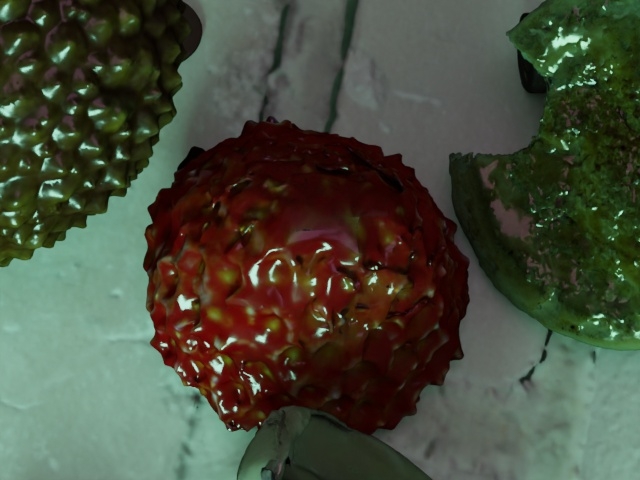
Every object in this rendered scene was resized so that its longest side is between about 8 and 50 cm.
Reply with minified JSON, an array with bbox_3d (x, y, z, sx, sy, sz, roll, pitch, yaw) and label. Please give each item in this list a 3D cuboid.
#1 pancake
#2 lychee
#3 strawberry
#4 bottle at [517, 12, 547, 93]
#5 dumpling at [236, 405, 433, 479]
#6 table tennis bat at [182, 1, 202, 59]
[{"bbox_3d":[0.202,-0.046,1.261,0.253,0.037,0.254,1,92,27],"label":"pancake"},{"bbox_3d":[-0.206,-0.120,1.208,0.267,0.267,0.267,1,71,-4],"label":"lychee"},{"bbox_3d":[0.000,0.000,1.235,0.234,0.178,0.234,4,69,-10],"label":"strawberry"},{"bbox_3d":[0.219,-0.134,1.352,0.164,0.060,0.060,-4,72,-6],"label":"bottle"},{"bbox_3d":[0.019,0.241,1.165,0.163,0.204,0.293,-22,80,7],"label":"dumpling"},{"bbox_3d":[-0.120,-0.135,1.355,0.083,0.007,0.050,-30,77,-15],"label":"table tennis bat"}]
